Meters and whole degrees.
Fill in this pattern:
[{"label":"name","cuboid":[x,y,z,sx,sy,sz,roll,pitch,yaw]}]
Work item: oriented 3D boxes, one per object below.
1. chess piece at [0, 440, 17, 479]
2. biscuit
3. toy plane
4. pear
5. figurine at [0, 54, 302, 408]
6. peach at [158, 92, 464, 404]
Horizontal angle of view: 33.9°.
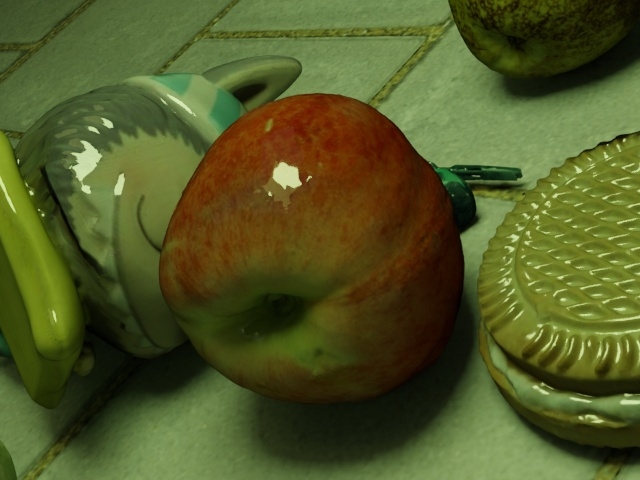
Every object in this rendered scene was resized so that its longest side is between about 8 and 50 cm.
[{"label":"chess piece","cuboid":[-0.456,0.175,0.990,0.234,0.234,0.442,-45,39,-18]},{"label":"biscuit","cuboid":[0.220,0.021,0.713,0.259,0.079,0.259,-23,33,16]},{"label":"toy plane","cuboid":[0.064,-0.046,0.963,0.235,0.060,0.096,6,41,41]},{"label":"pear","cuboid":[0.205,-0.248,0.981,0.197,0.197,0.197,-23,33,16]},{"label":"figurine","cuboid":[-0.157,-0.017,1.035,0.378,0.266,0.361,-18,0,-27]},{"label":"peach","cuboid":[0.000,0.000,0.806,0.232,0.232,0.256,-14,21,28]}]
